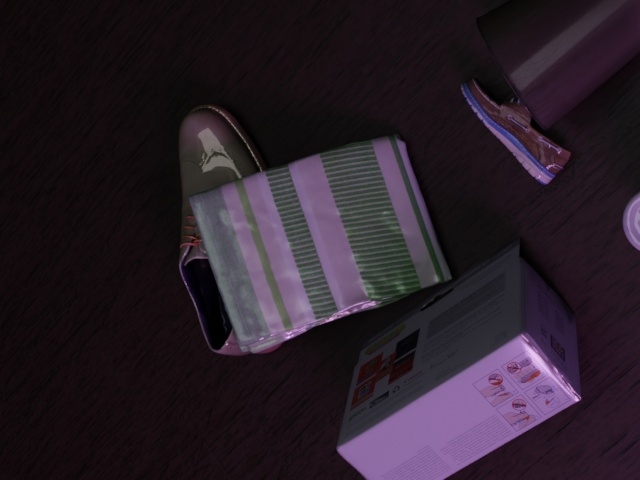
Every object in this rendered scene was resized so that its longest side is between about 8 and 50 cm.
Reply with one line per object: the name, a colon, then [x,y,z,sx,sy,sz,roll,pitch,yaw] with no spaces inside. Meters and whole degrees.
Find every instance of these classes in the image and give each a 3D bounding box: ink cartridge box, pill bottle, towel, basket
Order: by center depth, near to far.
pill bottle: [0.442,-0.028,1.589,0.087,0.160,0.087,1,93,27]
basket: [0.342,-0.282,1.633,0.227,0.154,0.204,-34,43,18]
ink cartridge box: [0.192,0.174,1.720,0.309,0.272,0.130,-36,108,25]
towel: [0.000,0.000,1.816,0.325,0.038,0.248,-19,84,1]

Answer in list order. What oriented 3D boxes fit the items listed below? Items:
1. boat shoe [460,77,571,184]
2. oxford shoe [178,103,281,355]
boat shoe: [0.271,-0.164,1.729,0.066,0.066,0.183,-44,83,17]
oxford shoe: [-0.149,-0.019,1.899,0.140,0.146,0.397,-20,83,29]
